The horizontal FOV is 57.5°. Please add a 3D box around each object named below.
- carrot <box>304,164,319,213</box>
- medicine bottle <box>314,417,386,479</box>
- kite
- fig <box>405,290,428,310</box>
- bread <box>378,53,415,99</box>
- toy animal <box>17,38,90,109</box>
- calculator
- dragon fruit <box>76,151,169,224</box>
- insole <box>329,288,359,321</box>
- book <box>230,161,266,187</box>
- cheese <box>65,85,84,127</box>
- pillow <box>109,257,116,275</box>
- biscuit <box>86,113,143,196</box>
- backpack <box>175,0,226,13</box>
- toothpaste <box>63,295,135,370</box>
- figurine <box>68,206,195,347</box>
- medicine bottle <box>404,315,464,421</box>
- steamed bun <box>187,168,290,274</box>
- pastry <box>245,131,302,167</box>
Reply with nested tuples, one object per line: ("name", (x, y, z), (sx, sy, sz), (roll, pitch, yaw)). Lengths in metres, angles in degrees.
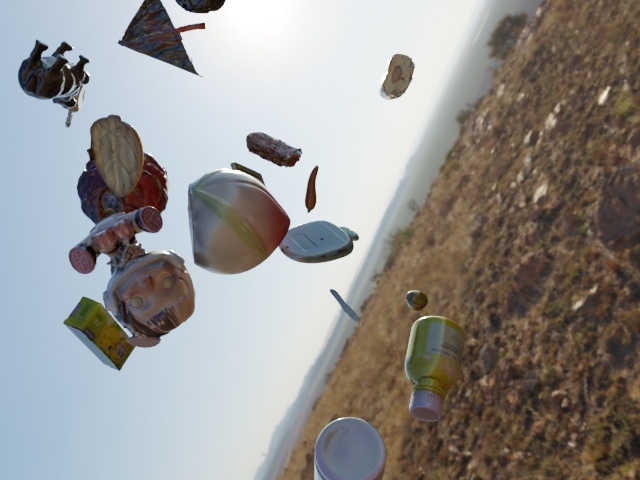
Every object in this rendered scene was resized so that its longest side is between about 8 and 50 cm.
("carrot", (-0.025, -0.148, 1.688), (0.035, 0.035, 0.142), (-25, -58, -84))
("medicine bottle", (0.082, 0.678, 1.704), (0.316, 0.202, 0.202), (90, -159, -47))
("kite", (-0.326, -0.425, 1.217), (0.189, 0.232, 0.009), (-22, -11, -19))
("fig", (0.352, 0.219, 2.166), (0.074, 0.088, 0.074), (-52, 19, 26))
("bread", (0.239, -0.505, 1.825), (0.173, 0.085, 0.134), (-81, 10, -80))
("toy animal", (-0.706, -0.447, 1.596), (0.168, 0.106, 0.343), (-54, 9, 0))
("calculator", (0.000, 0.000, 1.860), (0.298, 0.185, 0.041), (-16, -47, -37))
("dragon fruit", (-0.686, -0.170, 2.036), (0.329, 0.329, 0.329), (25, -90, -86))
("insole", (0.096, 0.259, 2.326), (0.064, 0.188, 0.004), (-7, 37, 53))
("book", (-0.236, -0.151, 2.162), (0.027, 0.264, 0.202), (-27, -17, 19))
("cheese", (-0.894, -0.490, 2.109), (0.092, 0.047, 0.171), (-148, 70, -79))
("pillow", (-0.638, 0.056, 1.844), (0.255, 0.059, 0.169), (156, 106, -70))
("biscuit", (-0.619, -0.255, 1.776), (0.041, 0.202, 0.260), (-47, -34, -58))
("backpack", (-0.335, -0.768, 1.658), (0.133, 0.206, 0.259), (26, -108, -86))
("toothpaste", (-0.738, 0.319, 1.970), (0.328, 0.077, 0.110), (78, -148, -53))
("figurine", (-0.484, 0.091, 1.601), (0.253, 0.361, 0.211), (-30, 13, -3))
("medicine bottle", (0.243, 0.281, 1.266), (0.122, 0.121, 0.213), (110, 180, -51))
("steamed bun", (-0.224, -0.052, 1.643), (0.309, 0.309, 0.310), (25, -90, -86))
("pastry", (-0.121, -0.231, 1.524), (0.087, 0.169, 0.063), (-35, -36, -42))
